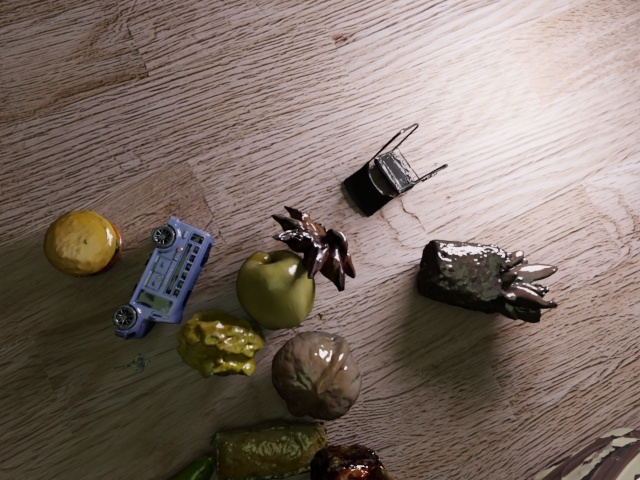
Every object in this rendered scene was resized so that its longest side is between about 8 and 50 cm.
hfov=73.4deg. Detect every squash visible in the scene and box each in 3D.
[{"bbox_3d":[-0.344,0.579,0.975,0.258,0.069,0.069,-33,88,-3],"label":"squash"}]

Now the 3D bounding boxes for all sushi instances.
[{"bbox_3d":[0.066,0.615,0.949,0.196,0.182,0.344,9,96,-22],"label":"sushi"}]

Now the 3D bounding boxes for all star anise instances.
[{"bbox_3d":[0.000,0.000,1.004,0.102,0.272,0.272,-43,90,19],"label":"star anise"}]

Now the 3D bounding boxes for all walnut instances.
[{"bbox_3d":[-0.008,0.306,0.981,0.223,0.224,0.225,1,83,-7],"label":"walnut"}]

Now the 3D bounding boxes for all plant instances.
[{"bbox_3d":[0.417,0.096,1.075,0.320,0.194,0.182,9,85,-3],"label":"plant"}]

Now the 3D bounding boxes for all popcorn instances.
[{"bbox_3d":[-0.231,0.243,0.984,0.197,0.197,0.156,15,83,-5],"label":"popcorn"}]

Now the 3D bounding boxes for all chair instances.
[{"bbox_3d":[0.191,-0.178,1.130,0.140,0.221,0.145,55,37,3],"label":"chair"}]

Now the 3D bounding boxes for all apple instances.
[{"bbox_3d":[-0.102,0.112,1.012,0.199,0.200,0.200,1,83,-7],"label":"apple"}]

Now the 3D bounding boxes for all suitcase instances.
[{"bbox_3d":[0.719,0.606,0.972,0.351,0.339,0.194,-23,86,-10],"label":"suitcase"}]

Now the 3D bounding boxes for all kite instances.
[{"bbox_3d":[-0.450,0.304,1.034,0.078,0.002,0.044,-30,87,-11],"label":"kite"}]

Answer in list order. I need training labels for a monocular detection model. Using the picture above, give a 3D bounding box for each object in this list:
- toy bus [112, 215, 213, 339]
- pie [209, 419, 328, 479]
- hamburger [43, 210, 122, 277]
[{"bbox_3d":[-0.362,0.101,1.010,0.133,0.125,0.293,23,79,-4],"label":"toy bus"},{"bbox_3d":[-0.120,0.499,1.020,0.282,0.068,0.129,-4,85,-4],"label":"pie"},{"bbox_3d":[-0.551,0.009,1.002,0.161,0.115,0.162,1,81,-9],"label":"hamburger"}]
